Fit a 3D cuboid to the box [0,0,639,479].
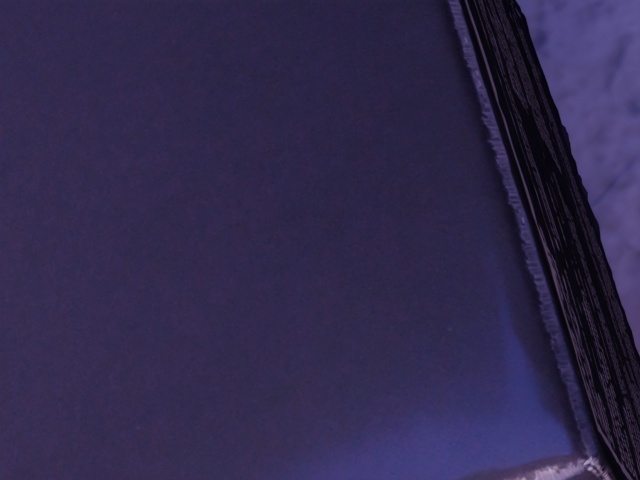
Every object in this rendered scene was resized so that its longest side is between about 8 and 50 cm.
[{"bbox_3d":[0.000,0.000,0.582,0.183,0.294,0.296,-20,65,11],"label":"box"}]
